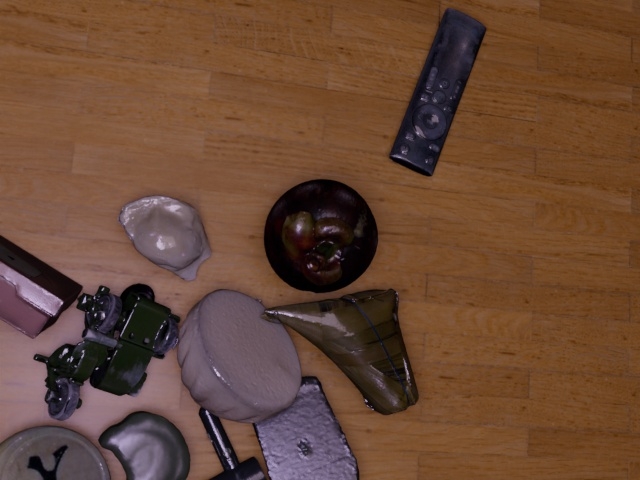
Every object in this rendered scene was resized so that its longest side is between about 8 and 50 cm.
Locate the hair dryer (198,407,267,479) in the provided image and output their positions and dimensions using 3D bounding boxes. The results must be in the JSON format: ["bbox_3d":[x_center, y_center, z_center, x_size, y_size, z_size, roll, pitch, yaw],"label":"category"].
[{"bbox_3d":[-0.195,0.404,1.543,0.124,0.071,0.219,-22,82,-17],"label":"hair dryer"}]

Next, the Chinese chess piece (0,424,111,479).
[{"bbox_3d":[-0.474,0.438,1.397,0.238,0.092,0.237,21,50,-28],"label":"Chinese chess piece"}]

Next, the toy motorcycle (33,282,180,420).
[{"bbox_3d":[-0.387,0.206,1.487,0.205,0.127,0.275,30,84,-41],"label":"toy motorcycle"}]

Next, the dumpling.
[{"bbox_3d":[-0.289,-0.012,1.550,0.136,0.118,0.199,-46,117,-14],"label":"dumpling"}]

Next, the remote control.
[{"bbox_3d":[0.261,-0.328,1.774,0.107,0.044,0.377,24,77,-7],"label":"remote control"}]

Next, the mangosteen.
[{"bbox_3d":[0.000,0.000,1.544,0.228,0.265,0.228,0,105,0],"label":"mangosteen"}]

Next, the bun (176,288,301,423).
[{"bbox_3d":[-0.177,0.238,1.510,0.175,0.263,0.263,-40,95,26],"label":"bun"}]

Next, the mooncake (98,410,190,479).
[{"bbox_3d":[-0.328,0.402,1.477,0.168,0.104,0.175,12,73,-25],"label":"mooncake"}]

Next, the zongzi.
[{"bbox_3d":[0.043,0.234,1.575,0.289,0.123,0.260,-10,85,-31],"label":"zongzi"}]

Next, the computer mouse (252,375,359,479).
[{"bbox_3d":[-0.030,0.413,1.576,0.168,0.087,0.295,-19,75,-10],"label":"computer mouse"}]

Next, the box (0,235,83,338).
[{"bbox_3d":[-0.545,0.071,1.417,0.215,0.215,0.086,34,88,-9],"label":"box"}]
